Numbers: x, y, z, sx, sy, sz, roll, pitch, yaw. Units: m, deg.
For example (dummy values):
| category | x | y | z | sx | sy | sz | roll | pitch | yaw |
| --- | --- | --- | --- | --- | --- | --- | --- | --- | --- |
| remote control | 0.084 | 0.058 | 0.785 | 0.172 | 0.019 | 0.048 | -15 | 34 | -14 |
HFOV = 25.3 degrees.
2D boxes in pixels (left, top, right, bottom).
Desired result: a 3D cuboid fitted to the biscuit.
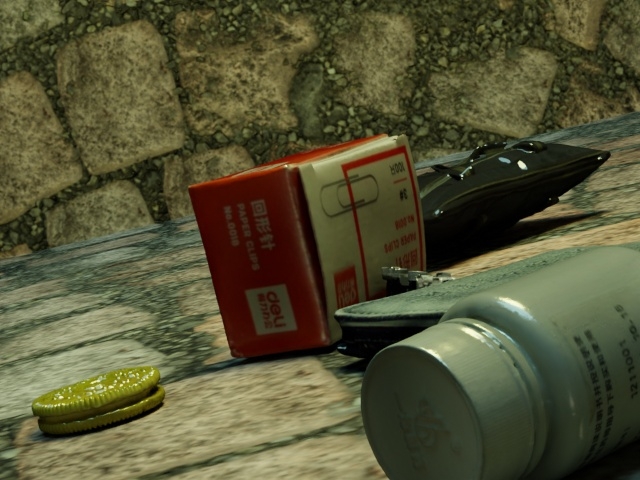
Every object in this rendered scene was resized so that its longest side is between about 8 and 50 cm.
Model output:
| category | x | y | z | sx | sy | sz | roll | pitch | yaw |
| --- | --- | --- | --- | --- | --- | --- | --- | --- | --- |
| biscuit | -0.141 | 0.102 | 0.907 | 0.084 | 0.023 | 0.084 | -14 | 6 | 1 |

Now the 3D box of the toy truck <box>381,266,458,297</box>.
| category | x | y | z | sx | sy | sz | roll | pitch | yaw |
| --- | --- | --- | --- | --- | --- | --- | --- | --- | --- |
| toy truck | 0.070 | 0.038 | 0.995 | 0.044 | 0.039 | 0.083 | 0 | 0 | -18 |

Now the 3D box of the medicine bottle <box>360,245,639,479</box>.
| category | x | y | z | sx | sy | sz | roll | pitch | yaw |
| --- | --- | --- | --- | --- | --- | --- | --- | --- | --- |
| medicine bottle | 0.085 | 0.055 | 0.565 | 0.130 | 0.080 | 0.080 | -18 | 7 | -37 |

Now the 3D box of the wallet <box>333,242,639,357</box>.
| category | x | y | z | sx | sy | sz | roll | pitch | yaw |
| --- | --- | --- | --- | --- | --- | --- | --- | --- | --- |
| wallet | 0.134 | 0.035 | 0.887 | 0.222 | 0.036 | 0.167 | -16 | 6 | -35 |

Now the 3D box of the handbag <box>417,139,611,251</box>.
| category | x | y | z | sx | sy | sz | roll | pitch | yaw |
| --- | --- | --- | --- | --- | --- | --- | --- | --- | --- |
| handbag | 0.128 | -0.037 | 1.369 | 0.254 | 0.089 | 0.211 | -19 | 2 | -40 |

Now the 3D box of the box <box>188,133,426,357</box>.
| category | x | y | z | sx | sy | sz | roll | pitch | yaw |
| --- | --- | --- | --- | --- | --- | --- | --- | --- | --- |
| box | 0.000 | 0.000 | 1.042 | 0.099 | 0.133 | 0.182 | -9 | 5 | 28 |
